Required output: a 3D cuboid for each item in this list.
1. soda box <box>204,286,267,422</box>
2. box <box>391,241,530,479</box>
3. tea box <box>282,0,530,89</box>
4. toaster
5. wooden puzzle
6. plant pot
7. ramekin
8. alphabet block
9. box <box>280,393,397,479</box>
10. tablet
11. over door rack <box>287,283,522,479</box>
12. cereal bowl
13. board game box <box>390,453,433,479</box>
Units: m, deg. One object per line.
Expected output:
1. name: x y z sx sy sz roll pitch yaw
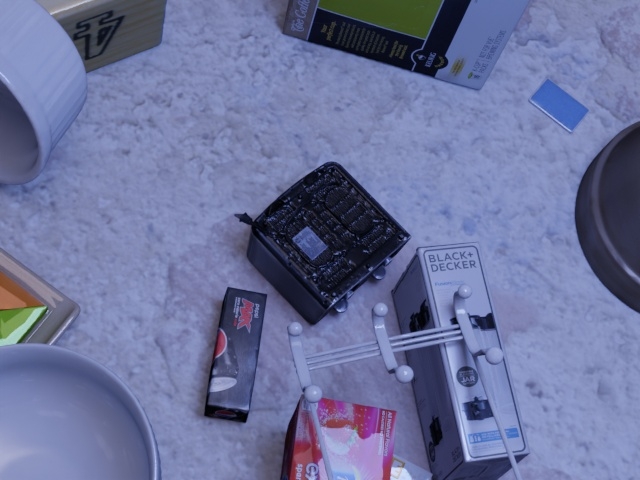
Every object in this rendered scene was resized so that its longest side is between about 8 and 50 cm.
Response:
1. soda box: -0.112 0.150 1.822 0.060 0.053 0.169 10 65 -6
2. box: 0.178 0.165 1.806 0.087 0.169 0.290 -7 67 -13
3. tea box: 0.139 -0.420 1.965 0.323 0.329 0.220 15 65 -4
4. toaster: 0.000 0.000 1.877 0.168 0.110 0.186 -40 79 -24
5. wooden puzzle: -0.467 0.100 1.784 0.238 0.044 0.221 34 65 6
6. plant pot: 0.556 -0.074 1.920 0.323 0.280 0.323 4 66 -10
7. ramekin: -0.440 -0.218 1.808 0.277 0.277 0.135 31 58 4
8. alphabet block: -0.342 -0.358 1.926 0.197 0.193 0.192 -23 71 -19
9. box: 0.012 0.333 1.695 0.128 0.123 0.257 11 65 -5
10. tablet: 0.362 -0.205 2.091 0.083 0.006 0.054 39 65 7
11. over door rack: 0.107 0.214 1.617 0.239 0.108 0.324 -11 62 -6
12. cereal bowl: -0.353 0.302 1.650 0.338 0.141 0.339 0 66 0
13. board game box: 0.056 0.316 1.795 0.154 0.026 0.103 26 64 2
